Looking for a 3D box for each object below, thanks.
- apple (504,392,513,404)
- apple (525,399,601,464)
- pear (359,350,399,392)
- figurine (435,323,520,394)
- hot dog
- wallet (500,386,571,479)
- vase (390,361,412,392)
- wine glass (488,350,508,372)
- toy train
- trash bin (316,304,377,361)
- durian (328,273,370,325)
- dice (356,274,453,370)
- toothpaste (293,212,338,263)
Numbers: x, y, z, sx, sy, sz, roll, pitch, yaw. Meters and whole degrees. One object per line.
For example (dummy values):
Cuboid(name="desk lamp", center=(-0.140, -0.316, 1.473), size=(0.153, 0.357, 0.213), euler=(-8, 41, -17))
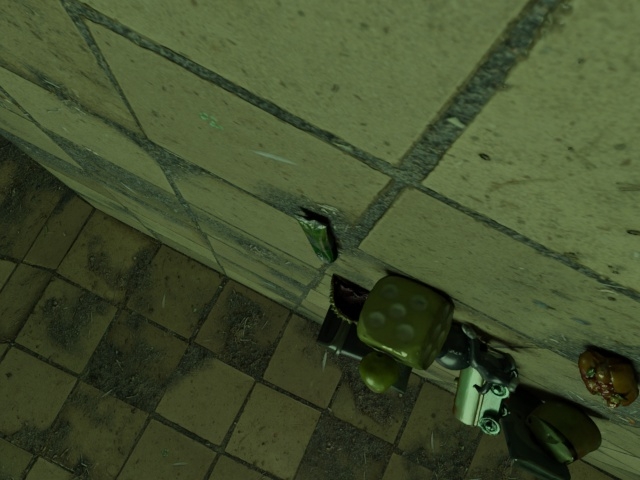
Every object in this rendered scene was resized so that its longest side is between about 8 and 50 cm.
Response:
Cuboid(name="apple", center=(0.555, 0.486, 1.776), size=(0.153, 0.153, 0.120), euler=(10, 119, 54))
Cuboid(name="apple", center=(0.781, 0.606, 1.728), size=(0.207, 0.174, 0.188), euler=(22, -151, -49))
Cuboid(name="pear", center=(0.131, 0.300, 1.233), size=(0.092, 0.097, 0.092), euler=(10, -163, -3))
Cuboid(name="figurine", center=(0.396, 0.307, 1.402), size=(0.265, 0.140, 0.193), euler=(47, -162, 30))
Cuboid(name="hot dog", center=(0.573, 0.286, 1.074), size=(0.104, 0.076, 0.250), euler=(17, 162, 36))
Cuboid(name="wallet", center=(0.711, 0.647, 1.837), size=(0.252, 0.083, 0.360), euler=(30, -151, -12))
Cuboid(name="vase", center=(0.257, 0.341, 1.631), size=(0.096, 0.219, 0.096), euler=(27, 168, 6))
Cuboid(name="wine glass", center=(0.455, 0.333, 1.526), size=(0.155, 0.072, 0.072), euler=(22, 167, 25))
Cuboid(name="toy train", center=(0.489, 0.459, 1.635), size=(0.177, 0.116, 0.285), euler=(20, 126, 29))
Cuboid(name="trash bin", center=(0.149, 0.314, 1.803), size=(0.290, 0.209, 0.182), euler=(21, 167, 1))
Cuboid(name="durian", center=(0.093, 0.199, 1.633), size=(0.187, 0.119, 0.108), euler=(26, 164, 2))
Cuboid(name="dice", center=(0.197, 0.190, 1.251), size=(0.169, 0.169, 0.166), euler=(20, 167, 30))
Cuboid(name="toothpaste", center=(0.000, 0.000, 1.188), size=(0.078, 0.046, 0.248), euler=(21, 165, 17))
